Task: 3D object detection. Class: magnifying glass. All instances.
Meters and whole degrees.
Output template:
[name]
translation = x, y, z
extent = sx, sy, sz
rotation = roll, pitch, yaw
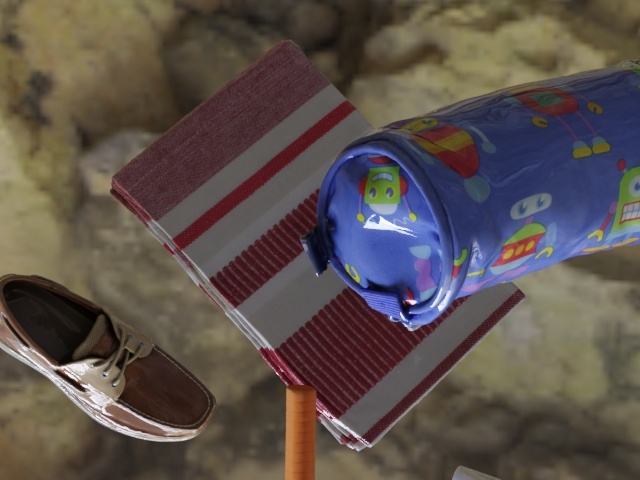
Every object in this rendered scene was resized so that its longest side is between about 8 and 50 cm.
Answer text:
[magnifying glass]
translation = -0.019, 0.233, 1.493
extent = 0.092, 0.026, 0.231
rotation = -160, 72, -66

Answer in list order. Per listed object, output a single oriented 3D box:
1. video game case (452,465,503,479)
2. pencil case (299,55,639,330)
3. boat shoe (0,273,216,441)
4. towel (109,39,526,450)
[video game case]
translation = 0.233, 0.242, 1.500
extent = 0.227, 0.206, 0.026
rotation = -168, 98, -77
[pencil case]
translation = 0.138, -0.033, 1.181
extent = 0.306, 0.119, 0.133
rotation = -18, -61, -38
[boat shoe]
translation = -0.275, 0.144, 2.253
extent = 0.123, 0.324, 0.116
rotation = -63, 3, -20
[towel]
translation = 0.000, 0.000, 1.638
extent = 0.237, 0.329, 0.037
rotation = -40, -4, -28
